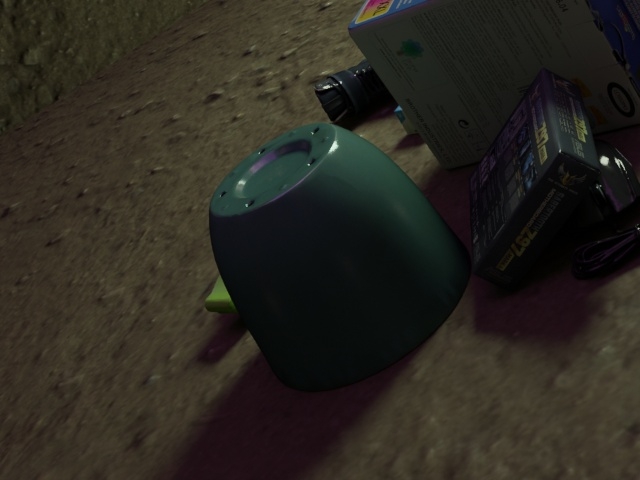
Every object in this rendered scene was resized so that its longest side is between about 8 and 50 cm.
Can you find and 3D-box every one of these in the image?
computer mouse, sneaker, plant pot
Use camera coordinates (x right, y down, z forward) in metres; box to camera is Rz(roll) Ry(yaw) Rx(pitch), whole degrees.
[{"bbox_3d":[0.350,-0.075,1.301,0.184,0.060,0.262,-27,26,19],"label":"computer mouse"},{"bbox_3d":[0.085,-0.266,1.936,0.163,0.086,0.226,-32,12,-20],"label":"sneaker"},{"bbox_3d":[0.000,0.000,1.397,0.293,0.235,0.293,-29,25,15],"label":"plant pot"}]

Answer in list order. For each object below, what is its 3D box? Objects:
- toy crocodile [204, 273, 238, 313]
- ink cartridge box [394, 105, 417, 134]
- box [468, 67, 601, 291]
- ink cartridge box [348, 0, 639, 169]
[{"bbox_3d":[-0.053,-0.021,1.658,0.115,0.105,0.340,-1,41,51],"label":"toy crocodile"},{"bbox_3d":[0.162,-0.197,1.776,0.083,0.048,0.028,-6,37,48],"label":"ink cartridge box"},{"bbox_3d":[0.246,-0.076,1.339,0.183,0.059,0.233,-60,11,30],"label":"box"},{"bbox_3d":[0.278,-0.266,1.487,0.395,0.270,0.151,-11,39,42],"label":"ink cartridge box"}]
